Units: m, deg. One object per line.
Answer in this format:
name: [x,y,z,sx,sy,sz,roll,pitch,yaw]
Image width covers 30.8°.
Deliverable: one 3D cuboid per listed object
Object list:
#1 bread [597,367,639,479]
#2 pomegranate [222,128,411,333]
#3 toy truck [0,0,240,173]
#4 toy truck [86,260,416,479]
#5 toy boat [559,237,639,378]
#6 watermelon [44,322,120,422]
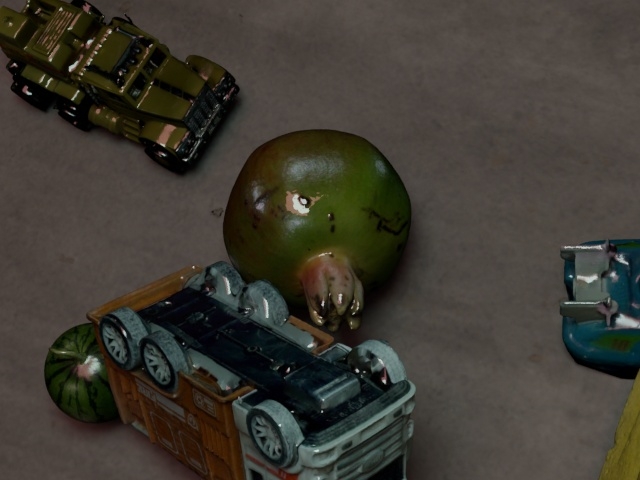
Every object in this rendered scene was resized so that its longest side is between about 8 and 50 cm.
bread: [0.294,0.179,0.959,0.094,0.102,0.245,22,89,3]
pomegranate: [0.000,0.000,1.074,0.180,0.180,0.210,-17,49,7]
toy truck: [-0.219,-0.180,1.230,0.257,0.127,0.127,27,77,17]
toy truck: [-0.061,0.142,0.999,0.136,0.162,0.305,-26,35,-35]
toy boat: [0.363,0.051,1.024,0.298,0.092,0.134,-1,66,14]
watermelon: [-0.218,0.126,1.123,0.109,0.109,0.109,-4,69,12]
